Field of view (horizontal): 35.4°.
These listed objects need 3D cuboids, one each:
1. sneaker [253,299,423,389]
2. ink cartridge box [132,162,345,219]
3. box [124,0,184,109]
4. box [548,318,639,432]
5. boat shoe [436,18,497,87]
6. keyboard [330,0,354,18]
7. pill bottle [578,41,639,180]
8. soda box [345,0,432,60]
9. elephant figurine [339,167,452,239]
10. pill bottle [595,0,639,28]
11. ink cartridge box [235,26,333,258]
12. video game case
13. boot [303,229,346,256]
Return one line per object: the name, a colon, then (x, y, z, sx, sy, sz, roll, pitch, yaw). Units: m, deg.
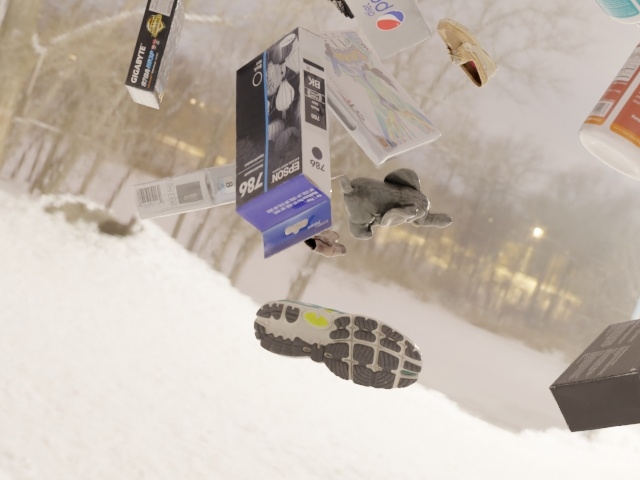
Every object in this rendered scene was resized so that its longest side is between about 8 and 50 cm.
sneaker: (0.034, 0.145, 1.548, 0.275, 0.107, 0.110, 19, 13, 19)
ink cartridge box: (-0.184, -0.134, 2.277, 0.385, 0.091, 0.308, -16, 5, -39)
box: (-0.276, -0.323, 1.693, 0.051, 0.175, 0.220, 15, -1, -6)
box: (0.562, 0.231, 1.802, 0.184, 0.103, 0.261, -24, 5, 46)
boat shoe: (0.292, -0.377, 2.032, 0.170, 0.059, 0.063, 40, -18, -25)
keyboard: (0.025, -0.438, 1.744, 0.108, 0.023, 0.180, 39, -1, 19)
pill bottle: (0.452, -0.197, 1.336, 0.121, 0.216, 0.121, 35, -1, 1)
soda box: (0.080, -0.404, 1.559, 0.286, 0.098, 0.091, 44, 26, -59)
elephant figurine: (0.186, -0.094, 2.418, 0.239, 0.169, 0.186, -3, 11, 14)
pill bottle: (0.531, -0.479, 1.755, 0.264, 0.146, 0.146, 34, -6, -39)
ink cartridge box: (-0.061, -0.152, 1.561, 0.065, 0.333, 0.165, 18, -32, -40)
video game case: (0.085, -0.292, 1.970, 0.300, 0.036, 0.329, 51, 27, 6)
boot: (0.000, 0.000, 2.132, 0.087, 0.042, 0.118, 12, 16, -34)
